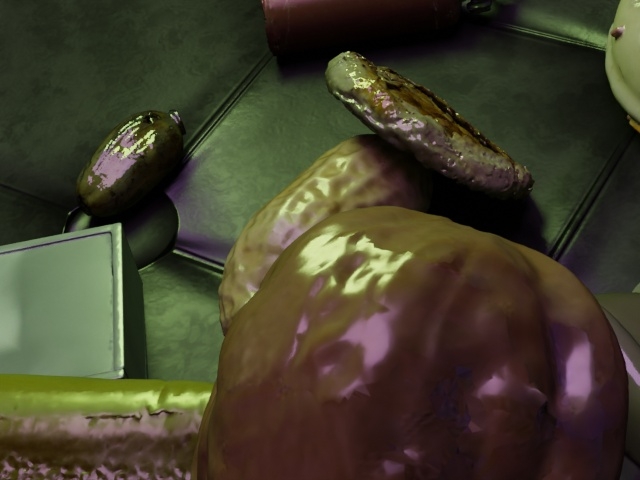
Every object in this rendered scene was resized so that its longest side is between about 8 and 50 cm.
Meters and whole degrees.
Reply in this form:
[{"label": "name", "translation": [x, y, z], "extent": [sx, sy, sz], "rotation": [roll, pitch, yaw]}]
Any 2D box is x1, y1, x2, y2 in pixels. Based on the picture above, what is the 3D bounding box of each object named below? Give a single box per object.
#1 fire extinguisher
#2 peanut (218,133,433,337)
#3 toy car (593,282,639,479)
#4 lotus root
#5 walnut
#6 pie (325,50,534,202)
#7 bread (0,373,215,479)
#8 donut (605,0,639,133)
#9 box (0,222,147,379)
[{"label": "fire extinguisher", "translation": [0.094, -0.324, 1.920], "extent": [0.337, 0.106, 0.147], "rotation": [-8, 22, 5]}, {"label": "peanut", "translation": [0.000, 0.000, 1.603], "extent": [0.140, 0.153, 0.325], "rotation": [43, 65, 3]}, {"label": "toy car", "translation": [0.345, 0.132, 1.295], "extent": [0.242, 0.226, 0.336], "rotation": [-1, 35, -39]}, {"label": "lotus root", "translation": [-0.234, -0.096, 1.790], "extent": [0.089, 0.080, 0.179], "rotation": [38, 68, 12]}, {"label": "walnut", "translation": [0.069, 0.164, 1.162], "extent": [0.384, 0.383, 0.383], "rotation": [-7, 47, 7]}, {"label": "pie", "translation": [0.124, -0.125, 1.636], "extent": [0.274, 0.274, 0.055], "rotation": [43, 107, 39]}, {"label": "bread", "translation": [-0.208, 0.256, 1.366], "extent": [0.377, 0.208, 0.251], "rotation": [0, 71, 16]}, {"label": "donut", "translation": [0.525, -0.244, 1.709], "extent": [0.383, 0.142, 0.382], "rotation": [-6, 48, 7]}, {"label": "box", "translation": [-0.308, 0.118, 1.588], "extent": [0.225, 0.117, 0.225], "rotation": [-11, 46, 3]}]
